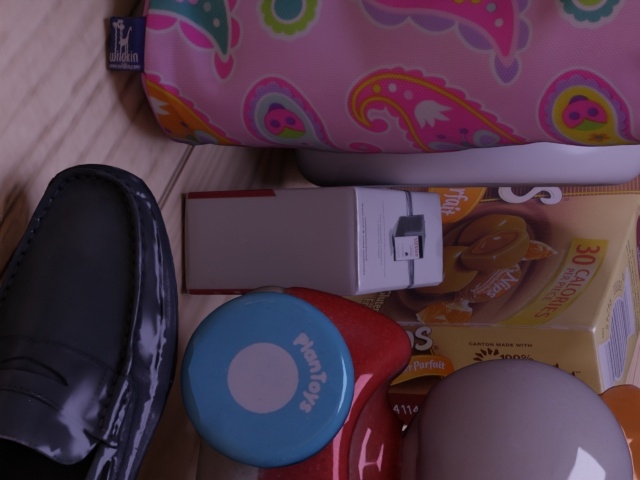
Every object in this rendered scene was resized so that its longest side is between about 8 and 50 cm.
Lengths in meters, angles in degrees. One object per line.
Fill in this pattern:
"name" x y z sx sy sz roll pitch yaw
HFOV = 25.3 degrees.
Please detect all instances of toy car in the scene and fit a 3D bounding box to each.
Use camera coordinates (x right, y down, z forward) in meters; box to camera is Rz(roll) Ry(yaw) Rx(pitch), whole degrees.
"toy car" 0.059 0.133 0.670 0.219 0.238 0.210 80 15 -79

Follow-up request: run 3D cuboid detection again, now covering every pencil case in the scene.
"pencil case" 0.052 -0.101 0.674 0.124 0.284 0.124 2 90 -71

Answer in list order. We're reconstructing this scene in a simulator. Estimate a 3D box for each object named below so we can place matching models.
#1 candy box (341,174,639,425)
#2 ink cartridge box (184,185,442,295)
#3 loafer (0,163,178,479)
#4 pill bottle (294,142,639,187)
"candy box" 0.134 0.004 0.984 0.316 0.183 0.087 -55 140 -52
"ink cartridge box" 0.000 0.000 0.780 0.135 0.099 0.056 -2 91 -68
"loafer" -0.106 0.074 0.562 0.078 0.076 0.223 45 52 -70
"pill bottle" 0.087 -0.213 0.840 0.210 0.210 0.363 -4 95 -67
